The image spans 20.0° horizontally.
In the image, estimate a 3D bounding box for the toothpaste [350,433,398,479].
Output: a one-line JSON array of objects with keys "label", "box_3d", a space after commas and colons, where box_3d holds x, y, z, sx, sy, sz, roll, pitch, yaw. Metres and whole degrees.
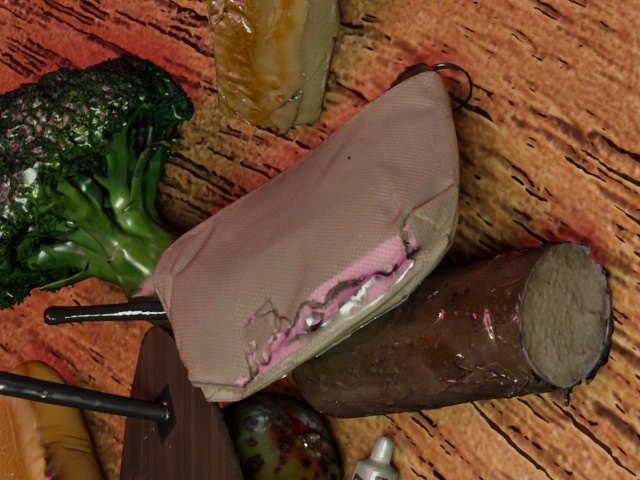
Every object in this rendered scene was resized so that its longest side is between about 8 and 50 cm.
[{"label": "toothpaste", "box_3d": [0.023, 0.278, 1.565, 0.060, 0.038, 0.233, 23, 97, 48]}]

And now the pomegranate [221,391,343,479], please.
[{"label": "pomegranate", "box_3d": [-0.054, 0.210, 1.604, 0.169, 0.148, 0.148, 137, 134, -62]}]

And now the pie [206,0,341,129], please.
[{"label": "pie", "box_3d": [-0.042, -0.233, 1.665, 0.129, 0.068, 0.282, 18, 130, 17]}]

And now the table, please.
[{"label": "table", "box_3d": [-0.225, 0.238, 1.506, 0.317, 0.249, 0.317, -179, 90, -64]}]

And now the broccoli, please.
[{"label": "broccoli", "box_3d": [-0.213, -0.039, 1.766, 0.297, 0.297, 0.297, 37, 108, 7]}]

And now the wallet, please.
[{"label": "wallet", "box_3d": [-0.002, -0.003, 1.530, 0.335, 0.068, 0.275, -33, 29, 15]}]

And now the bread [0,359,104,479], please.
[{"label": "bread", "box_3d": [-0.264, 0.267, 1.812, 0.142, 0.091, 0.305, -53, 47, 34]}]

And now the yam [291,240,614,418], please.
[{"label": "yam", "box_3d": [0.099, 0.080, 1.487, 0.280, 0.131, 0.131, -13, 69, 42]}]

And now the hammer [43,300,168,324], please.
[{"label": "hammer", "box_3d": [-0.130, 0.063, 1.665, 0.103, 0.246, 0.029, -89, -4, -83]}]
